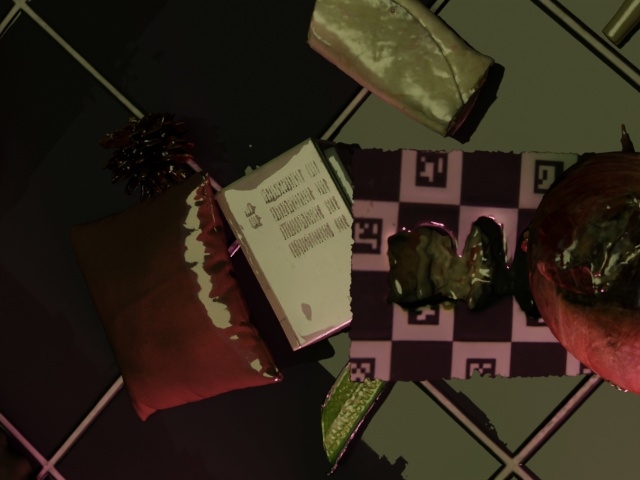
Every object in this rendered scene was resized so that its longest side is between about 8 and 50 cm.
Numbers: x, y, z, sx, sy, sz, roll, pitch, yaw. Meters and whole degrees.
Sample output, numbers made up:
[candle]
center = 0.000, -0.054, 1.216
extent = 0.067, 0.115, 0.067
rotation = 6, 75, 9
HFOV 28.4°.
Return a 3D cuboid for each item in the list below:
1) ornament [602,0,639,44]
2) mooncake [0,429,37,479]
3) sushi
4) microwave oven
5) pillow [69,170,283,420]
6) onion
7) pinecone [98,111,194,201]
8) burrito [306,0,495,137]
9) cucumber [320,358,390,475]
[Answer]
[ornament]
center = 0.390, -0.418, 1.645
extent = 0.230, 0.061, 0.245
rotation = 45, 103, 12
[mooncake]
center = -0.503, 0.412, 1.785
extent = 0.187, 0.351, 0.351
rotation = -41, 81, 10
[sushi]
center = 0.189, 0.031, 1.645
extent = 0.373, 0.100, 0.296
rotation = -1, 93, -22
[microwave oven]
center = 0.000, 0.000, 1.726
extent = 0.194, 0.145, 0.240
rotation = -29, 83, 12
[pillow]
center = -0.210, 0.087, 1.763
extent = 0.305, 0.108, 0.308
rotation = -18, 92, 42
[onion]
center = 0.416, 0.028, 1.517
extent = 0.353, 0.353, 0.354
rotation = 0, 92, 16
[pinecone]
center = -0.244, -0.118, 1.798
extent = 0.140, 0.140, 0.121
rotation = -23, 85, 15
[burrito]
center = 0.091, -0.269, 1.714
extent = 0.299, 0.105, 0.143
rotation = 40, 92, 12
[cucumber]
center = 0.047, 0.221, 1.771
extent = 0.070, 0.046, 0.220
rotation = 34, 99, 15
